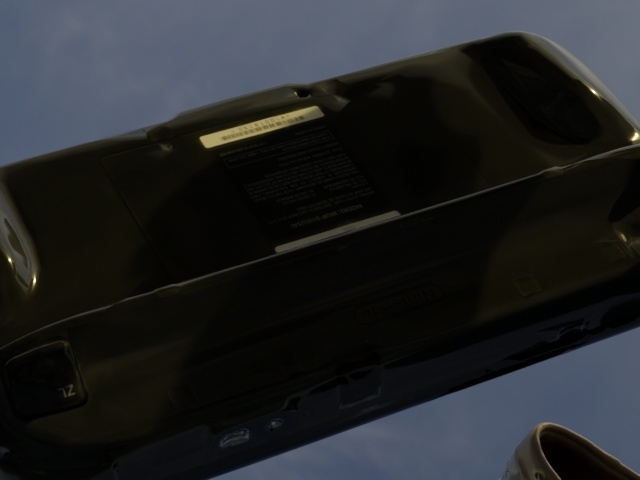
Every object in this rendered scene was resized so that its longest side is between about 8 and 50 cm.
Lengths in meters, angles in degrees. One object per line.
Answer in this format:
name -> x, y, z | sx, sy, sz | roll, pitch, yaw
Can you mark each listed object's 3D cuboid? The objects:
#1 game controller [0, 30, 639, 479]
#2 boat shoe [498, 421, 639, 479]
game controller -> 0.000, 0.000, 0.668 | 0.319, 0.067, 0.166 | -16, -140, -22
boat shoe -> 0.143, 0.134, 0.691 | 0.170, 0.059, 0.063 | 31, -144, 24
